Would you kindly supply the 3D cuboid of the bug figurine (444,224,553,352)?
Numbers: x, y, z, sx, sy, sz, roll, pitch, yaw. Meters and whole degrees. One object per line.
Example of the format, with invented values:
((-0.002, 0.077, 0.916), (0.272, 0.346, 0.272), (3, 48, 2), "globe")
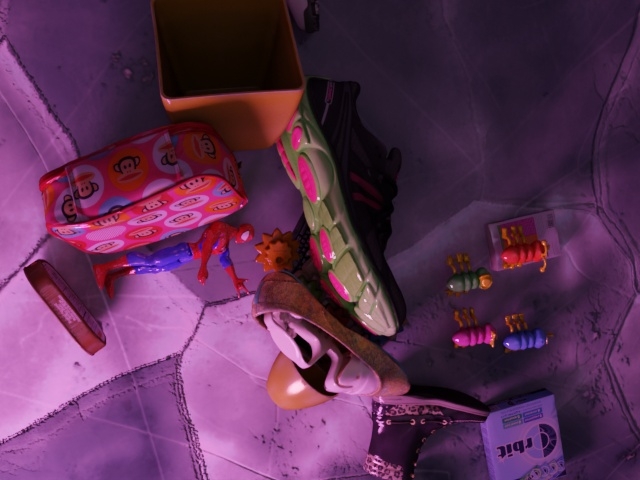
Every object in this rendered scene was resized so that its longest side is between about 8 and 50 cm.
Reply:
((0.350, 0.119, 1.308), (0.216, 0.072, 0.279), (-11, 111, -6), "bug figurine")

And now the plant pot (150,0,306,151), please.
((-0.152, -0.257, 1.102), (0.212, 0.187, 0.212), (-7, 62, -11), "plant pot")

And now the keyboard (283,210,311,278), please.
((0.000, 0.000, 1.271), (0.108, 0.023, 0.180), (28, 91, -14), "keyboard")

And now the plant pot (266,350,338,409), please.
((-0.043, 0.259, 1.249), (0.134, 0.134, 0.095), (43, 110, -13), "plant pot")

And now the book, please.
((0.407, -0.002, 1.352), (0.144, 0.035, 0.096), (-12, 96, -11), "book")

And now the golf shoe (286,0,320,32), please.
((-0.080, -0.481, 1.171), (0.120, 0.105, 0.272), (-21, 95, 7), "golf shoe")

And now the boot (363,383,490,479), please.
((0.204, 0.382, 1.329), (0.236, 0.085, 0.178), (9, 97, -6), "boot")

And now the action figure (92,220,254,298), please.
((-0.235, 0.058, 1.180), (0.280, 0.091, 0.139), (-23, 73, -8), "action figure")

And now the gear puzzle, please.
((0.016, 0.100, 1.254), (0.175, 0.044, 0.339), (-44, 108, -1), "gear puzzle")

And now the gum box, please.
((0.419, 0.417, 1.398), (0.157, 0.041, 0.184), (-13, 100, -10), "gum box")

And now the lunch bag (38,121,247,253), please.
((-0.269, -0.069, 1.094), (0.293, 0.258, 0.120), (-18, 75, 5), "lunch bag")

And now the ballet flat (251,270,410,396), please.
((0.013, 0.198, 1.196), (0.348, 0.123, 0.123), (43, 87, -14), "ballet flat")

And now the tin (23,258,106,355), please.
((-0.432, 0.113, 1.150), (0.040, 0.106, 0.189), (-35, 103, -6), "tin")

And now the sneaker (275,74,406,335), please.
((0.071, -0.068, 1.175), (0.202, 0.185, 0.482), (-17, 90, -21), "sneaker")
